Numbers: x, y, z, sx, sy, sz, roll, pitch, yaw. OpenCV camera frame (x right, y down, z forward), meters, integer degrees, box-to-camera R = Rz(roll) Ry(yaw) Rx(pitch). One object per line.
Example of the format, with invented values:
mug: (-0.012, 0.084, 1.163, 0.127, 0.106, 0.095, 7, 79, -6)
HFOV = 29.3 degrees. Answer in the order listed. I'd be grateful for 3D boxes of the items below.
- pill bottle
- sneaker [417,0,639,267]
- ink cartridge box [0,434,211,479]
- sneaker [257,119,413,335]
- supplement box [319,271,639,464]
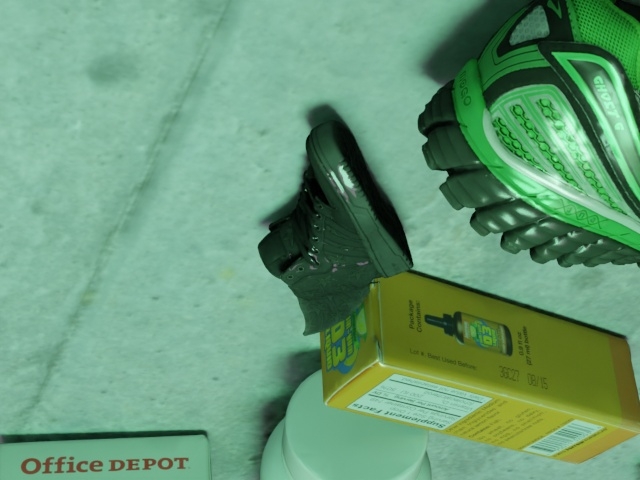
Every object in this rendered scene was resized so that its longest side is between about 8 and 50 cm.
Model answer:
pill bottle: (0.017, 0.194, 0.944, 0.131, 0.131, 0.229, 0, 144, -6)
sneaker: (0.231, -0.035, 0.641, 0.343, 0.134, 0.146, 15, 140, -24)
ink cartridge box: (-0.169, 0.295, 0.981, 0.171, 0.233, 0.168, 0, 147, -6)
sneaker: (0.000, -0.002, 0.733, 0.089, 0.051, 0.170, -19, 146, 12)
supplement box: (0.114, 0.091, 0.856, 0.233, 0.078, 0.080, 19, 142, -28)
